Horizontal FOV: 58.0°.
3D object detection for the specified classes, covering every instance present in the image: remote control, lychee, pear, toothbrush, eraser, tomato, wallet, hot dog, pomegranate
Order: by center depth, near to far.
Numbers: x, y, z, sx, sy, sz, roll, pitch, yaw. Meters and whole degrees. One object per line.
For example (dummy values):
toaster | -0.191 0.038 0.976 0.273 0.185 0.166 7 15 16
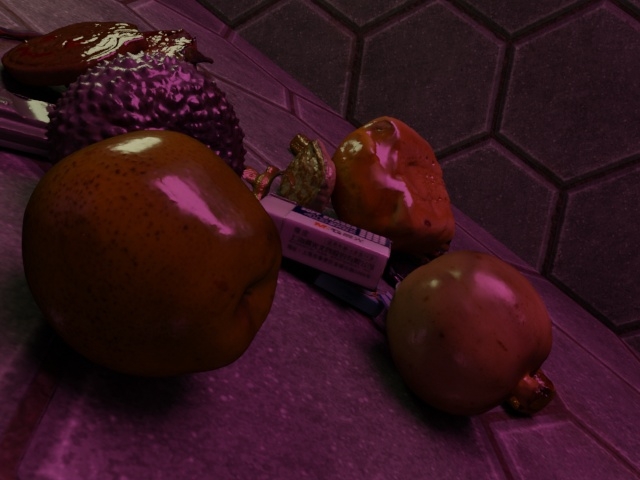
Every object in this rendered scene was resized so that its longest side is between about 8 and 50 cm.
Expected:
pear | -0.191 0.014 0.662 0.294 0.294 0.294 32 20 -13
lychee | -0.261 -0.143 0.872 0.300 0.300 0.300 32 20 -13
remote control | -0.441 -0.188 0.985 0.335 0.065 0.128 10 35 -53
pomegranate | 0.280 0.178 1.065 0.319 0.319 0.319 32 20 -13
tomato | -0.375 -0.305 1.185 0.309 0.170 0.309 -7 36 5
eraser | 0.000 0.000 1.186 0.287 0.086 0.130 21 21 4
toothbrush | -0.688 -0.437 1.196 0.031 0.023 0.321 44 20 -1
wallet | 0.306 0.157 1.518 0.318 0.045 0.172 37 16 2
hot dog | 0.000 -0.243 1.868 0.289 0.083 0.068 48 3 29

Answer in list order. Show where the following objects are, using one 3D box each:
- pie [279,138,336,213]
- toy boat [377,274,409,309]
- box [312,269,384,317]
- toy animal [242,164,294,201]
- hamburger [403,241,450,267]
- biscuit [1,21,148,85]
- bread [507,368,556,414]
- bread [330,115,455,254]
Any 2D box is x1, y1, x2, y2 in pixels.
pie | -0.025 -0.154 1.458 0.084 0.179 0.205 15 35 -37
toy boat | 0.237 0.173 1.296 0.210 0.070 0.291 49 19 10
box | 0.054 0.066 1.292 0.162 0.041 0.229 30 20 -17
toy animal | -0.136 -0.127 1.341 0.219 0.095 0.155 10 12 19
hamburger | 0.312 -0.009 1.792 0.183 0.130 0.206 17 25 -50
biscuit | -0.476 -0.370 1.115 0.273 0.049 0.257 20 46 31
bread | 0.441 0.306 1.321 0.132 0.103 0.172 22 21 -45
bread | 0.172 -0.137 1.574 0.394 0.250 0.361 4 69 -59
